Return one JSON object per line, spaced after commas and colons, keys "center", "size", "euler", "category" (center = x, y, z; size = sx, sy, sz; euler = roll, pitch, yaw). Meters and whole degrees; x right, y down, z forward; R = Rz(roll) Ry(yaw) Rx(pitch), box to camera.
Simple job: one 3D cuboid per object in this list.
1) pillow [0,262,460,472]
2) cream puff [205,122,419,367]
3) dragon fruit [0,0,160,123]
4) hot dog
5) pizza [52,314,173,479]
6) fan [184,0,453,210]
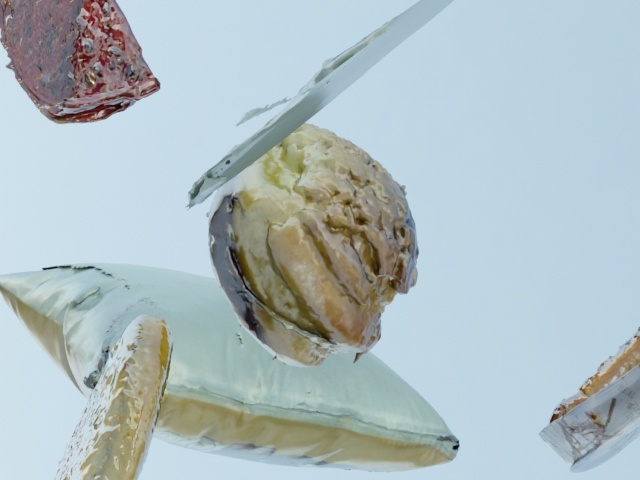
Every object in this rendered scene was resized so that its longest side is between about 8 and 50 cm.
{"center": [-0.080, 0.096, 1.446], "size": [0.312, 0.310, 0.119], "euler": [31, -71, 63], "category": "pillow"}
{"center": [0.000, 0.000, 0.982], "size": [0.104, 0.119, 0.133], "euler": [-18, -118, 30], "category": "cream puff"}
{"center": [-0.138, -0.117, 1.020], "size": [0.131, 0.063, 0.097], "euler": [21, -79, 54], "category": "dragon fruit"}
{"center": [0.226, 0.082, 1.227], "size": [0.191, 0.108, 0.059], "euler": [-43, -114, 12], "category": "hot dog"}
{"center": [-0.129, 0.159, 0.930], "size": [0.034, 0.181, 0.262], "euler": [20, -35, -10], "category": "pizza"}
{"center": [0.002, -0.059, 0.662], "size": [0.182, 0.310, 0.010], "euler": [-40, -89, 12], "category": "fan"}
